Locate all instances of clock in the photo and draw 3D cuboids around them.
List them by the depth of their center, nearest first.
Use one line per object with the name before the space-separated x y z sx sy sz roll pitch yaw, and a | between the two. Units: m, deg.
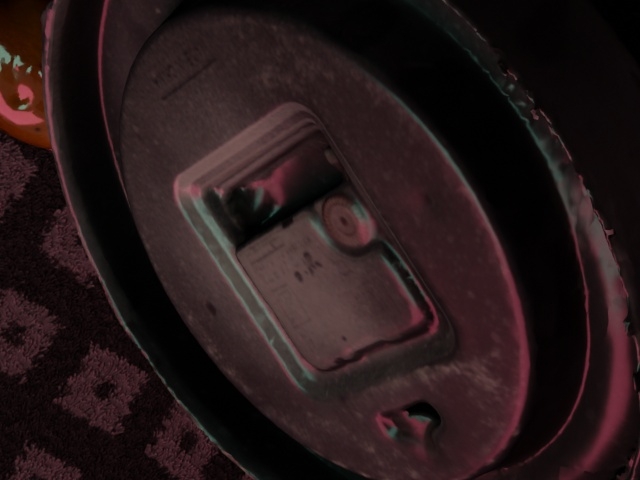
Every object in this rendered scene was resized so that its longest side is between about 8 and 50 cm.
clock | 0.016 -0.006 0.789 0.386 0.076 0.386 30 139 31

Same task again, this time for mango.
mango | -0.261 -0.183 1.296 0.287 0.152 0.201 34 -176 7

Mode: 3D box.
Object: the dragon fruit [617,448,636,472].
dragon fruit | 0.089 0.050 1.010 0.315 0.250 0.250 38 175 20
